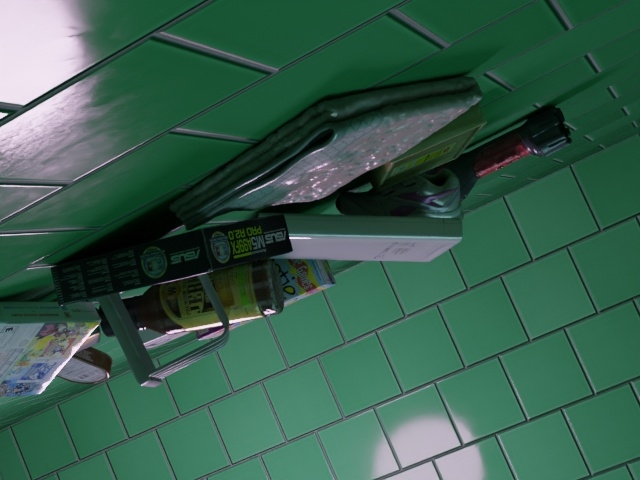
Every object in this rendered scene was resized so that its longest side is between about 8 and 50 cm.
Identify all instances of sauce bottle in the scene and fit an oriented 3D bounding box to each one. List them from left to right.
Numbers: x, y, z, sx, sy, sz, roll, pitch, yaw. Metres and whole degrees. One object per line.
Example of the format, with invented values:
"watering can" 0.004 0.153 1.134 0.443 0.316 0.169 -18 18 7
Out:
"sauce bottle" -0.245 0.119 1.995 0.344 0.111 0.111 -13 175 7

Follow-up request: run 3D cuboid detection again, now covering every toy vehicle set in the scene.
"toy vehicle set" 0.171 -0.150 1.772 0.166 0.035 0.267 -23 174 -6

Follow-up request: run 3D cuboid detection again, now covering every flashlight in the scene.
"flashlight" 0.338 -0.154 2.074 0.304 0.103 0.103 -25 171 24

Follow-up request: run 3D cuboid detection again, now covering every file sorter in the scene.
"file sorter" -0.260 0.124 1.795 0.173 0.193 0.278 -26 174 -8

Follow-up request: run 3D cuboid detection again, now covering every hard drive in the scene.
"hard drive" 0.051 -0.003 1.901 0.353 0.047 0.233 1 169 -10

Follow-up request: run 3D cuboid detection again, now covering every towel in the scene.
"towel" 0.010 -0.113 1.406 0.332 0.053 0.317 -28 173 42

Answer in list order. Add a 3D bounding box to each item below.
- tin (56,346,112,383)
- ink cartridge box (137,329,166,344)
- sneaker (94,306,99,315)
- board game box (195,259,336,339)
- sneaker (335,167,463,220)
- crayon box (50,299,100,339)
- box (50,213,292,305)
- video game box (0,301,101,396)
"tin" -0.475 0.220 1.978 0.106 0.040 0.189 -28 138 33
"ink cartridge box" -0.345 0.174 2.358 0.154 0.093 0.212 -23 172 4
"sneaker" -0.460 0.167 2.005 0.073 0.063 0.162 -23 175 -37
"board game box" -0.128 0.078 2.108 0.275 0.142 0.144 -24 174 8
"sneaker" 0.150 -0.090 1.984 0.252 0.111 0.103 -4 -154 -17
"crayon box" -0.520 0.183 1.810 0.278 0.081 0.165 -22 174 -15
"box" -0.208 0.027 1.504 0.270 0.060 0.216 -13 180 28
"video game box" -0.469 0.170 1.640 0.187 0.048 0.205 7 135 -48
